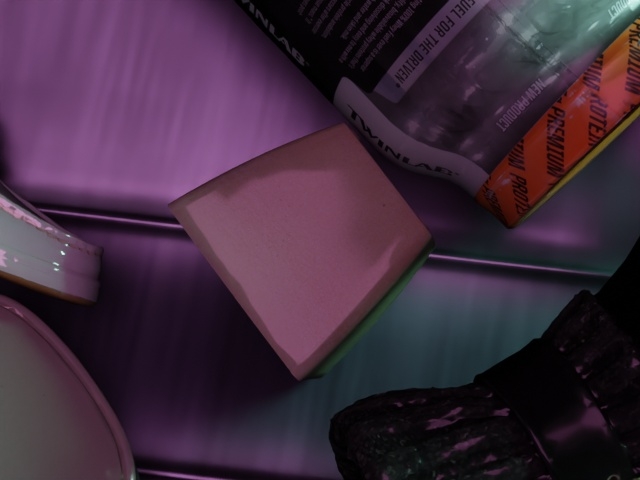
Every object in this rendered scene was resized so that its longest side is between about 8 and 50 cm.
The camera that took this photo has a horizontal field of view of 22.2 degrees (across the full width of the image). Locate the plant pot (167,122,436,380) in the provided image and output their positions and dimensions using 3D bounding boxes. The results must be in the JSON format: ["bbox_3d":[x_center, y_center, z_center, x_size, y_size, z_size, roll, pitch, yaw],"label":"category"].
[{"bbox_3d":[0.000,0.000,0.841,0.096,0.109,0.109,-37,83,2],"label":"plant pot"}]

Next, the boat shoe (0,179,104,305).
[{"bbox_3d":[-0.222,-0.062,0.863,0.277,0.098,0.096,31,84,6],"label":"boat shoe"}]

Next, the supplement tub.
[{"bbox_3d":[0.043,-0.169,0.828,0.193,0.193,0.316,-42,83,-5],"label":"supplement tub"}]

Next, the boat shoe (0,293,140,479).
[{"bbox_3d":[-0.124,0.187,0.830,0.112,0.095,0.335,-25,77,-34],"label":"boat shoe"}]

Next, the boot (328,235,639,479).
[{"bbox_3d":[0.129,0.049,0.755,0.260,0.131,0.348,-10,124,-3],"label":"boot"}]
